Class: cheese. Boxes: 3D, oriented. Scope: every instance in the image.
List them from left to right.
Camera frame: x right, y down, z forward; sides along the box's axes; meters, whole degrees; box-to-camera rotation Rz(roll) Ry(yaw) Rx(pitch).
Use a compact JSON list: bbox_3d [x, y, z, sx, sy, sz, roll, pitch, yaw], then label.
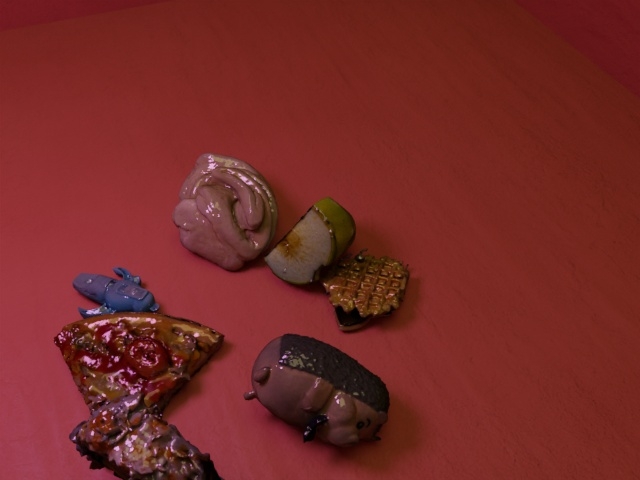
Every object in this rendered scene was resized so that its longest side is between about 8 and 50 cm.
[{"bbox_3d":[0.122,0.209,1.883,0.162,0.036,0.086,-9,43,-12],"label":"cheese"}]

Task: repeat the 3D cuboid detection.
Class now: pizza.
[{"bbox_3d":[-0.471,0.345,1.664,0.439,0.130,0.406,0,45,-3],"label":"pizza"}]

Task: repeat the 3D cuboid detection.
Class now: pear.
[{"bbox_3d":[0.000,0.000,1.961,0.159,0.292,0.292,47,57,2],"label":"pear"}]

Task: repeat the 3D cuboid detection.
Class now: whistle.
[{"bbox_3d":[-0.570,0.151,1.861,0.273,0.093,0.186,17,47,16],"label":"whistle"}]

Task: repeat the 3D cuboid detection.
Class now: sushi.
[{"bbox_3d":[-0.346,0.475,1.383,0.417,0.418,0.176,32,65,24],"label":"sushi"}]

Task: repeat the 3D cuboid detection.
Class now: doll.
[{"bbox_3d":[0.000,0.371,1.609,0.349,0.247,0.247,21,48,-7],"label":"doll"}]

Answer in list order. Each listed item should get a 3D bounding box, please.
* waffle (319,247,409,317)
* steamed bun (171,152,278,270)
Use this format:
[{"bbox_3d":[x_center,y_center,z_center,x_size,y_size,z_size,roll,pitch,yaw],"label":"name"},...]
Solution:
[{"bbox_3d":[0.138,0.129,1.921,0.280,0.060,0.262,-14,40,-23],"label":"waffle"},{"bbox_3d":[-0.287,-0.108,2.025,0.324,0.230,0.372,1,50,2],"label":"steamed bun"}]
